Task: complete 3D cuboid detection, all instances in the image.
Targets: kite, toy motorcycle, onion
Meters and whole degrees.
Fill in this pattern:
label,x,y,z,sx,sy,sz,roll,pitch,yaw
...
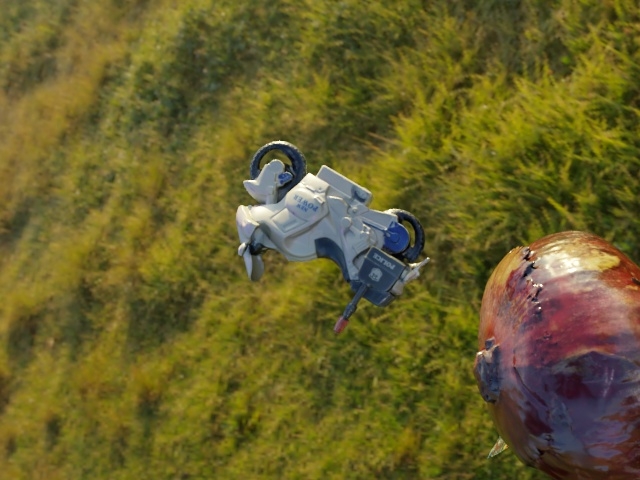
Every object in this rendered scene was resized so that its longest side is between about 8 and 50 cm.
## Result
label,x,y,z,sx,sy,sz,roll,pitch,yaw
kite,0.269,0.286,1.373,0.090,0.004,0.122,-55,-4,13
toy motorcycle,0.000,0.000,1.007,0.221,0.102,0.150,30,89,11
onion,0.236,0.114,0.879,0.246,0.190,0.246,170,90,-84
